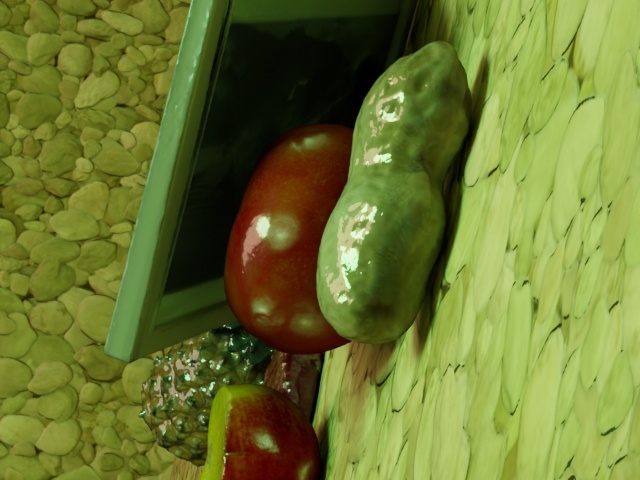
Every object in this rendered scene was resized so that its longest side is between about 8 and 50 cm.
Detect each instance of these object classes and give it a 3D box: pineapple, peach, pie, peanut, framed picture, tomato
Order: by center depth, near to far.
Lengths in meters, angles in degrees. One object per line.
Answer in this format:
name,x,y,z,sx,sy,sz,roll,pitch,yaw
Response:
peanut,0.056,-0.036,1.399,0.104,0.086,0.227,-176,100,-73
tomato,0.000,0.000,1.534,0.195,0.136,0.195,14,-90,-88
framed picture,-0.033,-0.087,1.649,0.446,0.028,0.326,-20,-53,-66
peach,-0.054,0.197,1.745,0.151,0.118,0.151,14,-106,-60
pie,-0.039,0.171,1.946,0.182,0.050,0.182,-166,90,-85
pineapple,-0.072,0.075,2.082,0.165,0.166,0.364,-88,22,-60
